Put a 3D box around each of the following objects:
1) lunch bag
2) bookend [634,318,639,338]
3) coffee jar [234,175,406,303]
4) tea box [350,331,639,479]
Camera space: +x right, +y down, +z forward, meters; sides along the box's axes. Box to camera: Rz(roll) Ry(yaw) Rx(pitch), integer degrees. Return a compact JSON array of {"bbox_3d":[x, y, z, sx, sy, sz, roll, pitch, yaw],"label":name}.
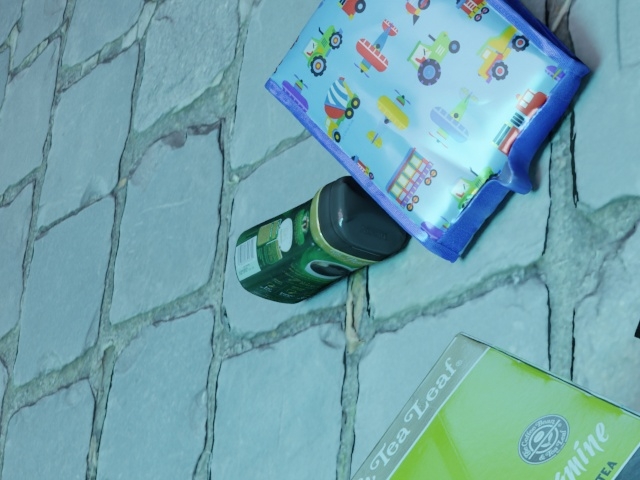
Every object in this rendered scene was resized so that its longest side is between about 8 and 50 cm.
[{"bbox_3d":[0.111,-0.140,1.370,0.221,0.138,0.293,-54,45,19],"label":"lunch bag"},{"bbox_3d":[0.286,0.093,1.017,0.156,0.072,0.157,21,92,58],"label":"bookend"},{"bbox_3d":[0.000,0.000,1.469,0.184,0.096,0.079,-27,54,46],"label":"coffee jar"},{"bbox_3d":[0.143,0.281,0.917,0.329,0.220,0.323,-53,33,-7],"label":"tea box"}]
